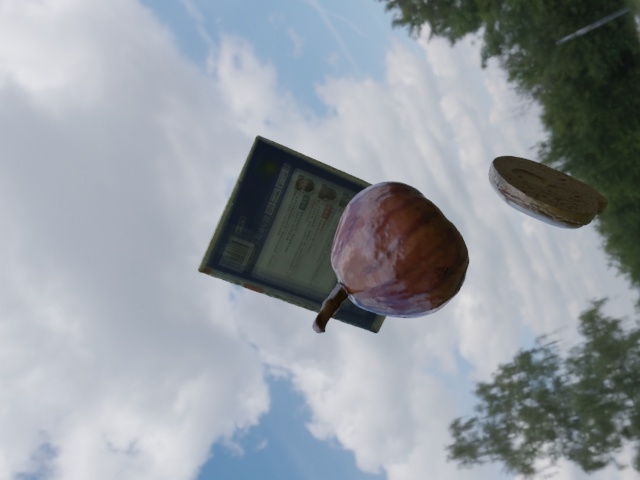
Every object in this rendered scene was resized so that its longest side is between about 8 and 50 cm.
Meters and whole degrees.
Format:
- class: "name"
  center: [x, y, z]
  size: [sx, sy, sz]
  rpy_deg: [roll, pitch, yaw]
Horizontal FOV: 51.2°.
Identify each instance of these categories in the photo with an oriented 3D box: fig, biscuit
- class: "fig"
  center: [0.068, 0.025, 0.603]
  size: [0.128, 0.128, 0.150]
  rpy_deg: [25, -100, -58]
- class: "biscuit"
  center: [0.343, -0.071, 1.036]
  size: [0.181, 0.049, 0.208]
  rpy_deg: [30, -150, 21]

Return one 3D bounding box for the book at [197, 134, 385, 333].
- class: "book"
  center: [0.000, 0.000, 1.040]
  size: [0.322, 0.228, 0.018]
  rpy_deg: [22, -169, -20]
